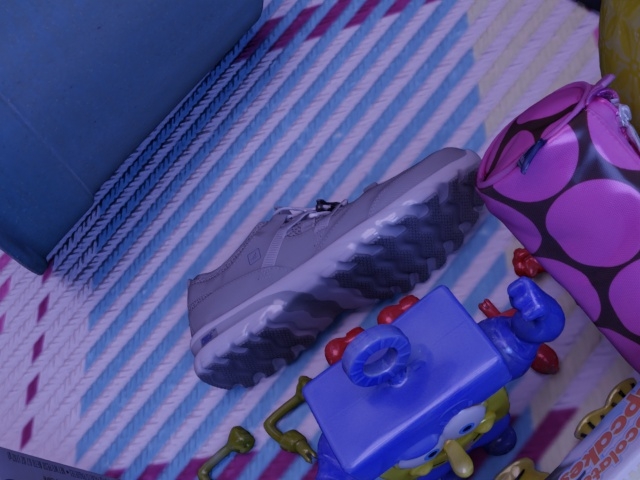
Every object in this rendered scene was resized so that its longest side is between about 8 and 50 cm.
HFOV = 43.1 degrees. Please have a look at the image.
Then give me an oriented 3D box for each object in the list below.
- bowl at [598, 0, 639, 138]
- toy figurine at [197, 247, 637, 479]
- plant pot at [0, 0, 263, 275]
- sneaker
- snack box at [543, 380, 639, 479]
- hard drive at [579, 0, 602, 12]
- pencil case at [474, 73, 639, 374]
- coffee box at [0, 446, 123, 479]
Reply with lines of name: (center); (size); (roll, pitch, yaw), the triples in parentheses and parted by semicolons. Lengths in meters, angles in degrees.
bowl: (0.296, -0.063, 0.498); (0.289, 0.289, 0.156); (34, 125, 33)
toy figurine: (0.032, 0.101, 0.518); (0.363, 0.217, 0.191); (-35, 56, 4)
plant pot: (-0.256, -0.204, 0.754); (0.334, 0.341, 0.341); (-44, 56, -11)
sneaker: (0.000, 0.000, 0.649); (0.281, 0.105, 0.115); (-32, 57, 7)
snack box: (0.182, 0.195, 0.407); (0.187, 0.060, 0.322); (41, 100, 0)
hard drive: (0.284, -0.271, 0.686); (0.172, 0.054, 0.255); (-44, 56, -1)
pencil case: (0.183, 0.009, 0.453); (0.098, 0.209, 0.095); (-39, 10, 34)
coffee box: (-0.183, 0.308, 0.542); (0.119, 0.168, 0.297); (-32, 58, 7)
